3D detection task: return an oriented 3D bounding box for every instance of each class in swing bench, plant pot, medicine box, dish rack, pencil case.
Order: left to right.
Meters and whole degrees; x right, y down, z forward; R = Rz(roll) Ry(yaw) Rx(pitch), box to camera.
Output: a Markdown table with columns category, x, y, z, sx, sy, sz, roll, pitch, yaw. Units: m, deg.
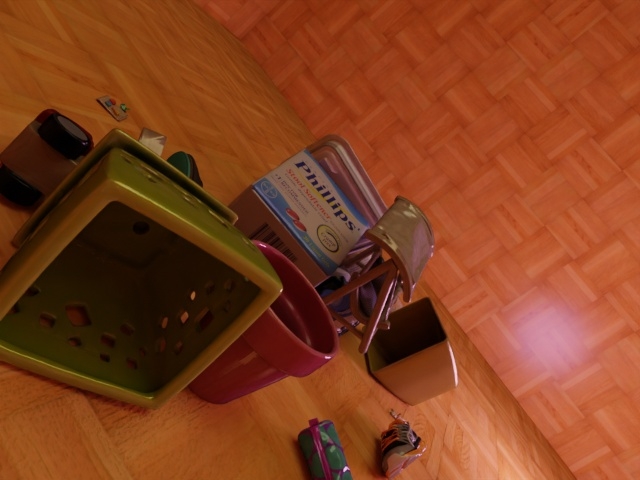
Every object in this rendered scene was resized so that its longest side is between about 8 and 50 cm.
| category | x | y | z | sx | sy | sz | roll | pitch | yaw |
| --- | --- | --- | --- | --- | --- | --- | --- | --- | --- |
| plant pot | -0.214 | 0.021 | 0.578 | 0.228 | 0.227 | 0.207 | 39 | 13 | -36 |
| plant pot | -0.103 | 0.130 | 0.717 | 0.201 | 0.180 | 0.201 | 46 | 15 | -16 |
| medicine box | -0.055 | -0.045 | 1.207 | 0.263 | 0.149 | 0.289 | 49 | 35 | -6 |
| dish rack | 0.026 | -0.100 | 1.386 | 0.072 | 0.286 | 0.332 | -42 | 104 | -42 |
| pencil case | 0.015 | 0.353 | 0.762 | 0.070 | 0.065 | 0.151 | 73 | -6 | -47 |
| swing bench | 0.140 | 0.066 | 1.117 | 0.165 | 0.254 | 0.253 | 39 | 32 | 5 |
| plant pot | 0.259 | 0.317 | 1.364 | 0.187 | 0.212 | 0.212 | 59 | 10 | -22 |

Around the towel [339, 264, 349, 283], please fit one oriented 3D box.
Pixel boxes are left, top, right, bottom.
| category | x | y | z | sx | sy | sz | roll | pitch | yaw |
| --- | --- | --- | --- | --- | --- | --- | --- | --- | --- |
| towel | 0.000 | 0.000 | 1.575 | 0.329 | 0.037 | 0.236 | 29 | 40 | -51 |

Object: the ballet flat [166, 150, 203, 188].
| category | x | y | z | sx | sy | sz | roll | pitch | yaw |
| --- | --- | --- | --- | --- | --- | --- | --- | --- | --- |
| ballet flat | -0.253 | -0.049 | 0.913 | 0.096 | 0.095 | 0.280 | 52 | 21 | -40 |

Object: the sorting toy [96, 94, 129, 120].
| category | x | y | z | sx | sy | sz | roll | pitch | yaw |
| --- | --- | --- | --- | --- | --- | --- | --- | --- | --- |
| sorting toy | -0.437 | -0.287 | 1.073 | 0.062 | 0.012 | 0.083 | 46 | 15 | -18 |

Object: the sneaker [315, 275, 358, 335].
| category | x | y | z | sx | sy | sz | roll | pitch | yaw |
| --- | --- | --- | --- | --- | --- | --- | --- | --- | --- |
| sneaker | 0.070 | 0.152 | 1.311 | 0.147 | 0.130 | 0.330 | 57 | 15 | 12 |

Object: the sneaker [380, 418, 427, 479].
| category | x | y | z | sx | sy | sz | roll | pitch | yaw |
| --- | --- | --- | --- | --- | --- | --- | --- | --- | --- |
| sneaker | 0.155 | 0.418 | 1.020 | 0.083 | 0.084 | 0.215 | 53 | 5 | 20 |

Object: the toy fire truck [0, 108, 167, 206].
| category | x | y | z | sx | sy | sz | roll | pitch | yaw |
| --- | --- | --- | --- | --- | --- | --- | --- | --- | --- |
| toy fire truck | -0.323 | -0.111 | 0.753 | 0.217 | 0.158 | 0.246 | 43 | 5 | -29 |

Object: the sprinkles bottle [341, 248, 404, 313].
| category | x | y | z | sx | sy | sz | roll | pitch | yaw |
| --- | --- | --- | --- | --- | --- | --- | --- | --- | --- |
| sprinkles bottle | 0.136 | 0.094 | 1.554 | 0.355 | 0.121 | 0.121 | 63 | 15 | 1 |

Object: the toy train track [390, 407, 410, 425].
| category | x | y | z | sx | sy | sz | roll | pitch | yaw |
| --- | --- | --- | --- | --- | --- | --- | --- | --- | --- |
| toy train track | 0.199 | 0.436 | 1.230 | 0.083 | 0.014 | 0.048 | 41 | 17 | -36 |

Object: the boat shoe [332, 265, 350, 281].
| category | x | y | z | sx | sy | sz | roll | pitch | yaw |
| --- | --- | --- | --- | --- | --- | --- | --- | --- | --- |
| boat shoe | 0.006 | 0.081 | 1.414 | 0.070 | 0.078 | 0.219 | 48 | 9 | 30 |
